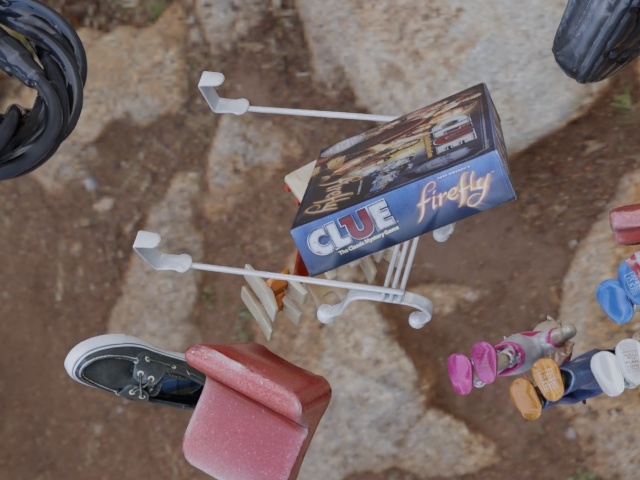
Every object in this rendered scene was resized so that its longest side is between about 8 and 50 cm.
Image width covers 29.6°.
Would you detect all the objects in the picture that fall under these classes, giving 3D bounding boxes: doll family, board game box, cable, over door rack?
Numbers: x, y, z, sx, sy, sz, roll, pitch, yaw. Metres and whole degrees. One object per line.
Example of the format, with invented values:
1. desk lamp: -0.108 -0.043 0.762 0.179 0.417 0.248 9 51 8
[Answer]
1. doll family: 0.240 0.095 0.979 0.263 0.163 0.118 -33 74 44
2. board game box: 0.070 -0.057 0.991 0.165 0.243 0.042 -21 105 12
3. cable: -0.182 -0.069 0.532 0.184 0.150 0.047 -90 23 -53
4. over door rack: -0.010 -0.042 1.346 0.324 0.240 0.108 12 153 10

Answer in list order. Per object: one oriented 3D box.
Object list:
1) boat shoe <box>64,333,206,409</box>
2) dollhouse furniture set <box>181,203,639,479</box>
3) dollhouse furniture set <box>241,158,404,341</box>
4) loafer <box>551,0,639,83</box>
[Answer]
1. boat shoe: -0.142 0.111 0.993 0.040 0.142 0.049 46 111 42
2. dollhouse furniture set: 0.071 0.099 0.489 0.374 0.152 0.201 -11 88 20
3. dollhouse furniture set: 0.000 0.000 1.892 0.135 0.262 0.259 53 158 20
4. loafer: 0.174 -0.187 0.621 0.078 0.076 0.223 39 121 26
